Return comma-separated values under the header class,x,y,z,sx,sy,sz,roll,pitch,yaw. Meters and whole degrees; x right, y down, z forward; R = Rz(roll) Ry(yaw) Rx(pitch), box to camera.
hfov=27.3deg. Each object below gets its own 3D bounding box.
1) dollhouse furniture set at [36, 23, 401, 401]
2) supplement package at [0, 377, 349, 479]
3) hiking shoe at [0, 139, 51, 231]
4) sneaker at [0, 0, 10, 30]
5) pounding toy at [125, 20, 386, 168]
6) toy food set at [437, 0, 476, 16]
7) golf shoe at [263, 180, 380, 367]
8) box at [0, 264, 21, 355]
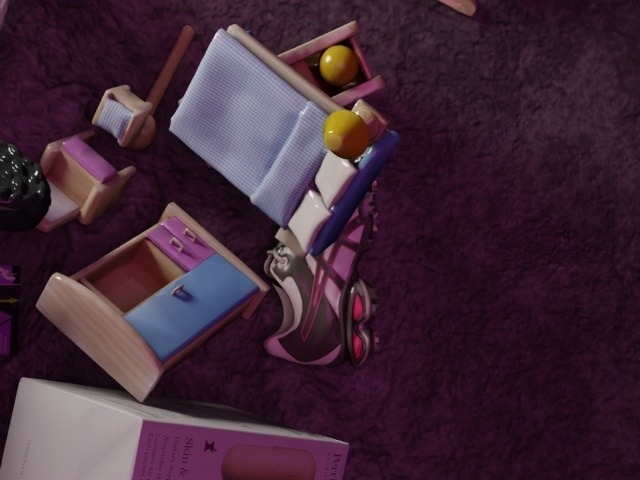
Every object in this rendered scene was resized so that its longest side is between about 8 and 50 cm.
class,x,y,z,sx,sy,sz,roll,pitch,yaw
dollhouse furniture set,-0.132,-0.064,1.204,0.286,0.303,0.198,40,34,9
supplement package,-0.146,0.257,1.252,0.262,0.198,0.199,15,85,-45
hiking shoe,-0.396,-0.035,1.260,0.304,0.113,0.132,8,123,12
sneaker,-0.396,-0.251,1.292,0.180,0.124,0.321,16,84,-15
pounding toy,-0.081,-0.170,1.360,0.269,0.154,0.155,-26,95,-15
toy food set,0.161,-0.365,1.491,0.132,0.038,0.192,22,83,-13
golf shoe,0.000,0.000,1.406,0.120,0.105,0.273,0,88,-8
box,-0.379,0.072,1.297,0.162,0.116,0.029,1,48,-14
